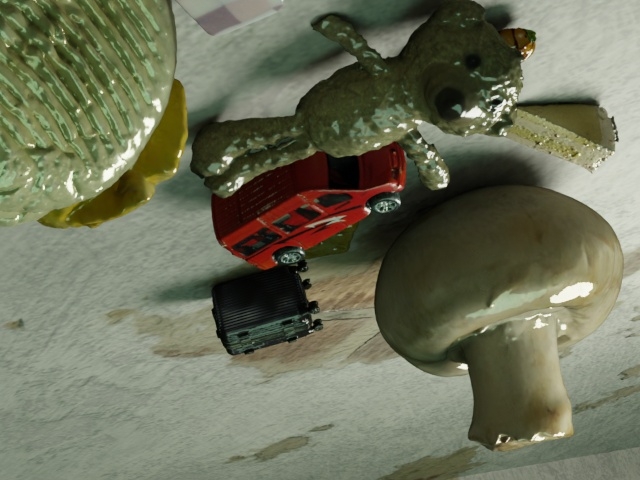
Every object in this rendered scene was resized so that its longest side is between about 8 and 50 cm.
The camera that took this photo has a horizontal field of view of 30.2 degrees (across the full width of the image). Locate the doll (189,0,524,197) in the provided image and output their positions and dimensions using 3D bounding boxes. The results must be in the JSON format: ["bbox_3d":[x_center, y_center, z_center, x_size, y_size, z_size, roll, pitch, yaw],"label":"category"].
[{"bbox_3d":[0.025,-0.114,1.008,0.286,0.091,0.202,5,126,8],"label":"doll"}]

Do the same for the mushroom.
[{"bbox_3d":[0.217,0.089,1.345,0.298,0.290,0.297,-14,159,-5],"label":"mushroom"}]

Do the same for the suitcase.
[{"bbox_3d":[-0.067,0.081,1.416,0.126,0.086,0.059,-15,143,-2],"label":"suitcase"}]

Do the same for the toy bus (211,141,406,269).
[{"bbox_3d":[-0.011,-0.048,1.154,0.195,0.081,0.089,-28,145,31],"label":"toy bus"}]

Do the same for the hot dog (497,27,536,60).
[{"bbox_3d":[0.132,-0.160,1.040,0.122,0.037,0.049,-17,170,18],"label":"hot dog"}]

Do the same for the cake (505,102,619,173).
[{"bbox_3d":[0.239,-0.109,1.206,0.121,0.065,0.052,2,151,-22],"label":"cake"}]

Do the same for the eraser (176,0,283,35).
[{"bbox_3d":[-0.073,-0.187,0.844,0.065,0.026,0.105,-23,157,11],"label":"eraser"}]

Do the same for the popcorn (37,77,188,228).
[{"bbox_3d":[-0.177,-0.083,0.873,0.167,0.148,0.152,-12,-177,19],"label":"popcorn"}]

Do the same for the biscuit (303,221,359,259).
[{"bbox_3d":[0.000,0.000,1.353,0.081,0.018,0.083,-11,158,-14],"label":"biscuit"}]

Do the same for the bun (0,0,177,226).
[{"bbox_3d":[-0.196,-0.117,0.727,0.220,0.220,0.134,8,-175,-45],"label":"bun"}]
